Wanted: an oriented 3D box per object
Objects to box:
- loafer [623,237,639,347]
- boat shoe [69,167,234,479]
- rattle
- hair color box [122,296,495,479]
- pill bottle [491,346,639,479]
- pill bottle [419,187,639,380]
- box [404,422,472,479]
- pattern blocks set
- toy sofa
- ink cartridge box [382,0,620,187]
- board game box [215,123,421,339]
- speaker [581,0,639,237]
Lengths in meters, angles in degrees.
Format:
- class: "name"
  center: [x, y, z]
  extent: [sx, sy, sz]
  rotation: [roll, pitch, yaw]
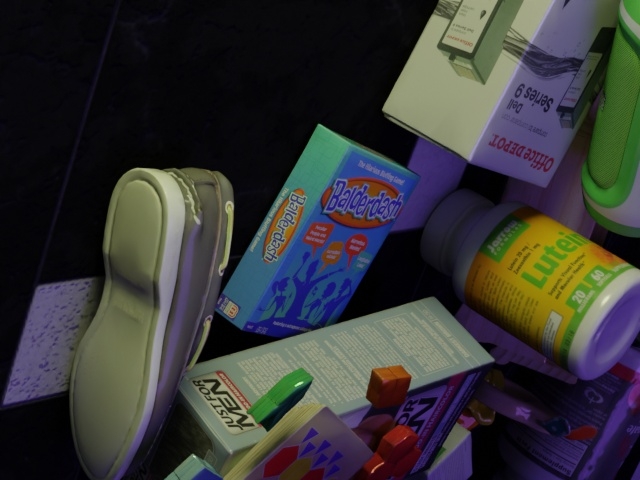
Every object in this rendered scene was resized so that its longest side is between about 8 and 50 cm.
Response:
- class: "loafer"
  center: [0.412, 0.050, 1.752]
  extent: [0.078, 0.076, 0.223]
  rotation: [-47, -165, 51]
- class: "boat shoe"
  center: [-0.145, 0.079, 1.218]
  extent: [0.091, 0.109, 0.305]
  rotation: [-8, 122, -45]
- class: "rattle"
  center: [0.245, 0.255, 1.831]
  extent: [0.142, 0.200, 0.130]
  rotation: [-53, 149, -5]
- class: "hair color box"
  center: [-0.009, 0.192, 1.446]
  extent: [0.374, 0.113, 0.185]
  rotation: [-13, 139, -41]
- class: "pill bottle"
  center: [0.370, 0.274, 2.045]
  extent: [0.176, 0.176, 0.318]
  rotation: [10, 111, -57]
- class: "pill bottle"
  center: [0.236, 0.040, 1.574]
  extent: [0.136, 0.246, 0.136]
  rotation: [-35, 143, -32]
- class: "box"
  center: [0.130, 0.272, 1.784]
  extent: [0.087, 0.101, 0.102]
  rotation: [-40, 145, -26]
- class: "pattern blocks set"
  center: [-0.027, 0.220, 1.317]
  extent: [0.285, 0.026, 0.325]
  rotation: [-38, 150, -10]
- class: "toy sofa"
  center: [0.297, -0.020, 1.731]
  extent: [0.150, 0.177, 0.362]
  rotation: [-54, 160, -58]
- class: "ink cartridge box"
  center: [0.217, -0.213, 1.432]
  extent: [0.211, 0.121, 0.289]
  rotation: [10, 110, -58]
- class: "board game box"
  center: [0.000, 0.000, 1.403]
  extent: [0.160, 0.047, 0.210]
  rotation: [17, 104, -58]
- class: "speaker"
  center: [0.350, -0.143, 1.449]
  extent: [0.131, 0.131, 0.296]
  rotation: [-35, 147, -31]
